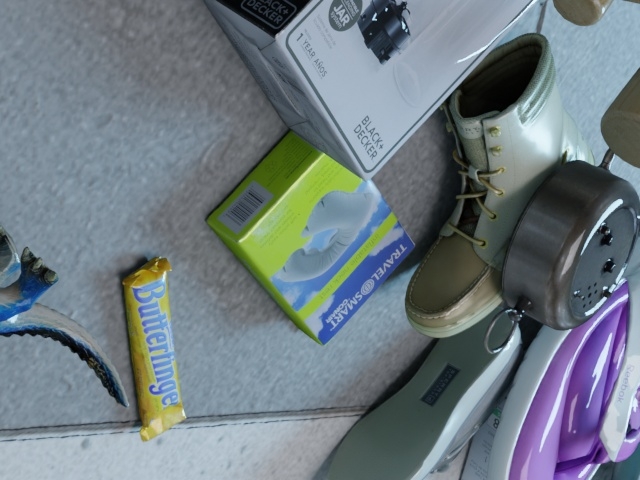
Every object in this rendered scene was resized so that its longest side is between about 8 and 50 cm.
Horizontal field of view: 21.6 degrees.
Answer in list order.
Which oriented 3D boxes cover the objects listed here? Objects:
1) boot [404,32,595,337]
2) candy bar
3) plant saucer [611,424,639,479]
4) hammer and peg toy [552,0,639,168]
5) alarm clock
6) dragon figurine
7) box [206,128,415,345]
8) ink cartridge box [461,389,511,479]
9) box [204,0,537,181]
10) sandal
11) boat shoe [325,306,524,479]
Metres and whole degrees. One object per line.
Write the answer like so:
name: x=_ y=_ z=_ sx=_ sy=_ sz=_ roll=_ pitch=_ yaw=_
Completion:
boot: x=0.122 y=-0.042 z=1.295 sx=0.213 sy=0.077 sz=0.165 roll=-49 pitch=144 yaw=-15
candy bar: x=-0.117 y=0.076 z=1.180 sx=0.040 sy=0.018 sz=0.161 roll=-29 pitch=138 yaw=-29
plant saucer: x=0.388 y=0.173 z=1.740 sx=0.317 sy=0.043 sz=0.318 roll=-41 pitch=148 yaw=-32
hammer and peg toy: x=0.269 y=-0.191 z=1.034 sx=0.127 sy=0.266 sz=0.361 roll=-55 pitch=146 yaw=-29
alarm clock: x=0.188 y=0.019 z=1.305 sx=0.192 sy=0.064 sz=0.129 roll=-45 pitch=146 yaw=-22
dragon figurine: x=-0.234 y=0.038 z=0.964 sx=0.144 sy=0.085 sz=0.289 roll=-44 pitch=138 yaw=-8
box: x=0.000 y=0.000 z=1.225 sx=0.109 sy=0.042 sz=0.178 roll=-47 pitch=142 yaw=-8
ink cartridge box: x=0.212 y=0.217 z=1.620 sx=0.181 sy=0.056 sz=0.225 roll=-15 pitch=127 yaw=-39
box: x=0.073 y=-0.201 z=1.104 sx=0.290 sy=0.087 sz=0.169 roll=-47 pitch=143 yaw=-8
sandal: x=0.283 y=0.103 z=1.496 sx=0.416 sy=0.102 sz=0.169 roll=-49 pitch=133 yaw=-30
boat shoe: x=0.098 y=0.159 z=1.426 sx=0.227 sy=0.079 sz=0.081 roll=-48 pitch=139 yaw=-12
